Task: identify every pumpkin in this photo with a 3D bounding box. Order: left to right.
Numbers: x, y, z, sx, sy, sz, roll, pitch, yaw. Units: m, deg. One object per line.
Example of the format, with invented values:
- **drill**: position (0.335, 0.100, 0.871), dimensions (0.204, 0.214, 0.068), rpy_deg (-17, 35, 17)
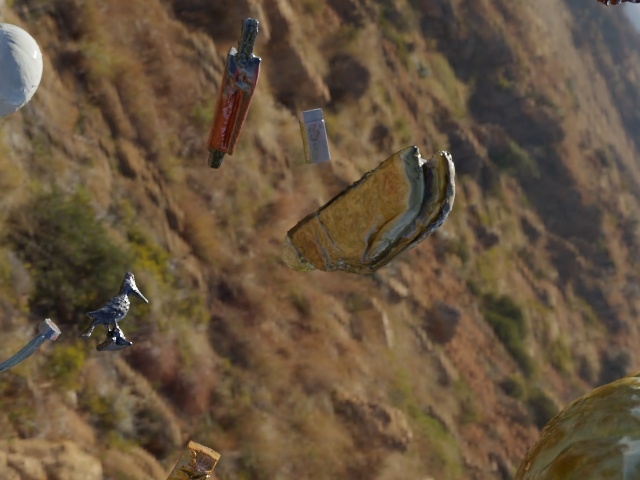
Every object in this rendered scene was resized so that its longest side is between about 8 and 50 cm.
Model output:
- **pumpkin**: position (-0.248, 0.440, 2.181), dimensions (0.035, 0.073, 0.101), rpy_deg (97, 19, -66)

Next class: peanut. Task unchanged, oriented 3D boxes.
- **peanut**: position (0.000, 0.000, 2.044), dimensions (0.206, 0.087, 0.087), rpy_deg (-28, 106, -51)

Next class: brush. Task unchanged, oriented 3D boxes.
- **brush**: position (-0.126, -0.211, 1.659), dimensions (0.323, 0.051, 0.070), rpy_deg (113, -11, -57)

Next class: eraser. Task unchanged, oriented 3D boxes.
- **eraser**: position (-0.010, -0.164, 1.779), dimensions (0.019, 0.038, 0.083), rpy_deg (10, -68, 62)

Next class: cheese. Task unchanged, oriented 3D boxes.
- **cheese**: position (-0.615, -0.315, 2.104), dimensions (0.154, 0.189, 0.198), rpy_deg (53, 30, -42)

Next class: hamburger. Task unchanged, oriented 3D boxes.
- **hamburger**: position (0.091, -0.031, 1.646), dimensions (0.124, 0.262, 0.131), rpy_deg (7, 53, -55)

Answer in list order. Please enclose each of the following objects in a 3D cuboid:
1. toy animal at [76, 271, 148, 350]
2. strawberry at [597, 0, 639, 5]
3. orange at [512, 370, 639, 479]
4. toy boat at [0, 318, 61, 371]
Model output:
- **toy animal**: position (-0.415, 0.143, 2.269), dimensions (0.105, 0.070, 0.202), rpy_deg (44, 46, -26)
- **strawberry**: position (0.509, -0.464, 1.746), dimensions (0.220, 0.274, 0.274), rpy_deg (39, 38, -36)
- **orange**: position (0.280, 0.225, 0.761), dimensions (0.329, 0.329, 0.249), rpy_deg (-81, 164, -48)
- **toy boat**: position (-0.452, 0.172, 1.718), dimensions (0.034, 0.122, 0.096), rpy_deg (49, -8, -7)
